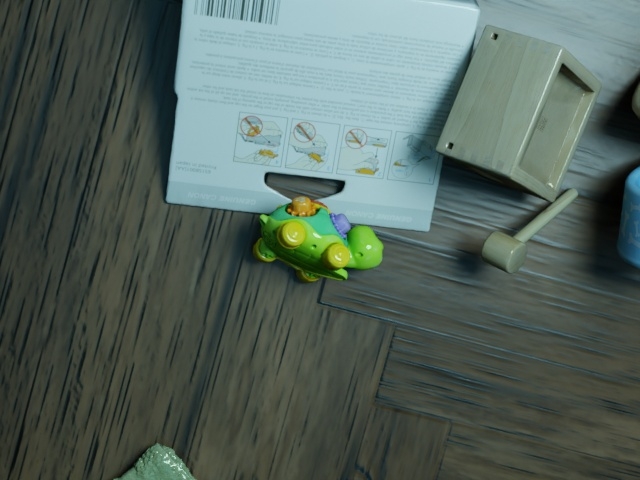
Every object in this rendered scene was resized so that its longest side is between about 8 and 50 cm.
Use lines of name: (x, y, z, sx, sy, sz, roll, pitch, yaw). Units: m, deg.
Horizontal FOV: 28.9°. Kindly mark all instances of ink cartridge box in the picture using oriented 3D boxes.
ink cartridge box: (-0.004, -0.139, 1.200, 0.275, 0.060, 0.238, 6, 119, -6)

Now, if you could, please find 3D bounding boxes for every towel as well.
towel: (-0.152, 0.284, 1.234, 0.110, 0.027, 0.148, -39, 99, -1)

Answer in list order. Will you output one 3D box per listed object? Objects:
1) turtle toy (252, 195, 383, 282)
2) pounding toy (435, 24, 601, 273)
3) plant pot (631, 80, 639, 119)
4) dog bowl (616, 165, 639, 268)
turtle toy: (0.000, 0.000, 1.200, 0.130, 0.095, 0.066, 25, 70, -17)
pounding toy: (0.184, -0.079, 1.201, 0.094, 0.181, 0.206, 23, 93, 30)
plant pot: (0.419, -0.153, 1.154, 0.237, 0.237, 0.109, -40, 103, -1)
dog bowl: (0.428, -0.047, 1.187, 0.297, 0.166, 0.074, -12, 110, -2)
